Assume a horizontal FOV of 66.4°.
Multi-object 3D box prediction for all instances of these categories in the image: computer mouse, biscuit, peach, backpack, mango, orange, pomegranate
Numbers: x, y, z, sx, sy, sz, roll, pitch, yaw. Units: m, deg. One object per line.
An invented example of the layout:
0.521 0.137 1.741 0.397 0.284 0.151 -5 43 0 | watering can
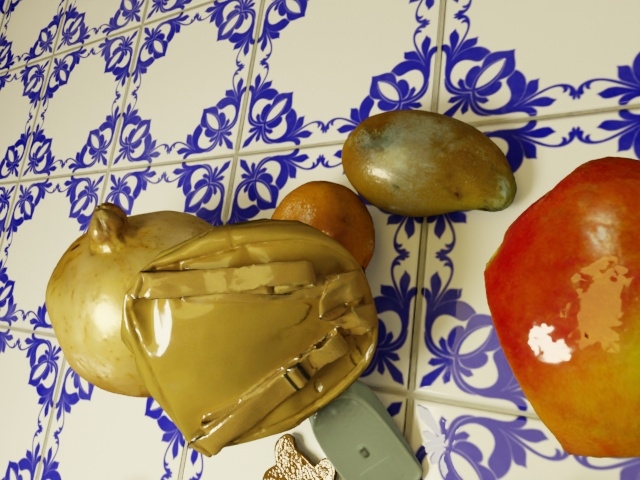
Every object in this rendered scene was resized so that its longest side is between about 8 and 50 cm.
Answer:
0.070 0.334 0.828 0.128 0.079 0.231 -33 89 11 | computer mouse
-0.013 0.451 0.881 0.205 0.031 0.138 19 86 34 | biscuit
0.393 0.070 0.629 0.306 0.242 0.380 -22 65 29 | peach
-0.099 0.140 0.763 0.378 0.201 0.353 -12 106 -1 | backpack
0.188 -0.133 0.871 0.316 0.146 0.193 16 88 24 | mango
0.000 0.000 0.925 0.224 0.170 0.224 -19 57 32 | orange
-0.342 0.099 0.963 0.410 0.410 0.410 -9 71 29 | pomegranate
